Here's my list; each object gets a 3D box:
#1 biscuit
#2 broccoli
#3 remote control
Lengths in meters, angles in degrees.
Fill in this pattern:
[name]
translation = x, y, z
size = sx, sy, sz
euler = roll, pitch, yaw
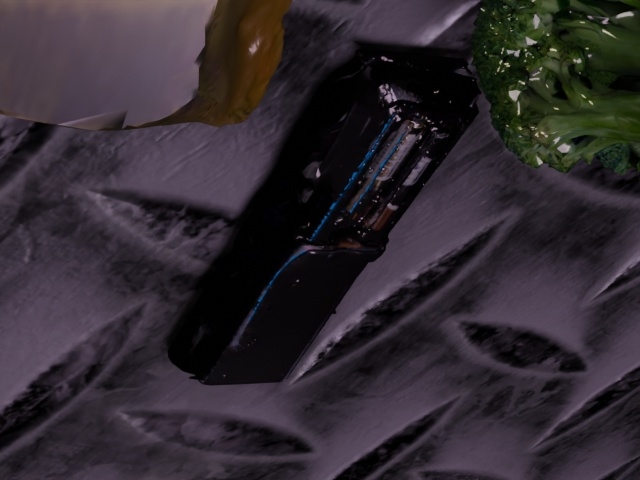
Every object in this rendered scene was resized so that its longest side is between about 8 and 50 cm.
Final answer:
[biscuit]
translation = -0.172, -0.168, 0.726
size = 0.335, 0.078, 0.329
euler = -15, 132, 1
[broccoli]
translation = 0.240, -0.160, 0.894
size = 0.294, 0.245, 0.265
euler = -49, 126, -5
[remote control]
translation = 0.000, 0.000, 1.116
size = 0.145, 0.062, 0.399
euler = 0, 140, -33
